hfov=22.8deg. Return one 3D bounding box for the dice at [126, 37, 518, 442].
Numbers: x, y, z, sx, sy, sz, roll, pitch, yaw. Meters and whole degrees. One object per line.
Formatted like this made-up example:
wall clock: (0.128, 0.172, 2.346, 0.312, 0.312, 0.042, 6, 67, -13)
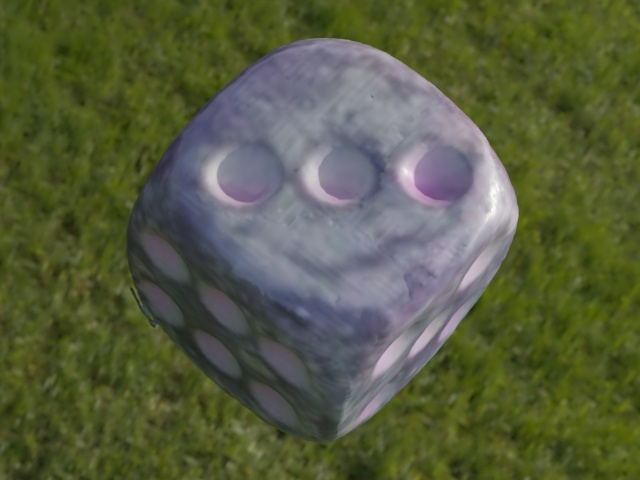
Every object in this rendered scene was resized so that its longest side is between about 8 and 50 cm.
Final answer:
dice: (0.000, 0.000, 1.460, 0.270, 0.270, 0.271, 40, 66, 13)
